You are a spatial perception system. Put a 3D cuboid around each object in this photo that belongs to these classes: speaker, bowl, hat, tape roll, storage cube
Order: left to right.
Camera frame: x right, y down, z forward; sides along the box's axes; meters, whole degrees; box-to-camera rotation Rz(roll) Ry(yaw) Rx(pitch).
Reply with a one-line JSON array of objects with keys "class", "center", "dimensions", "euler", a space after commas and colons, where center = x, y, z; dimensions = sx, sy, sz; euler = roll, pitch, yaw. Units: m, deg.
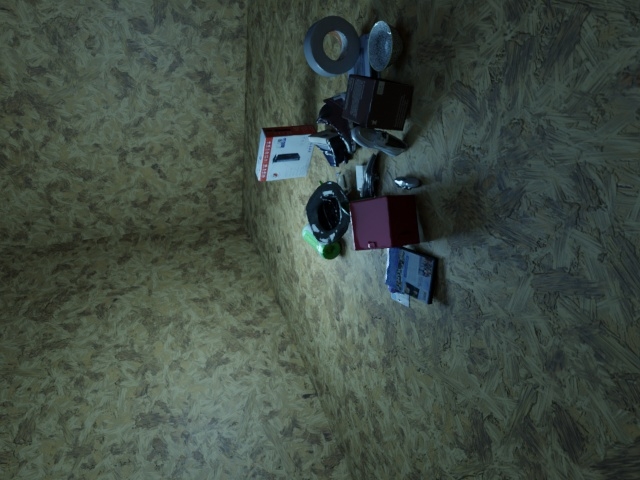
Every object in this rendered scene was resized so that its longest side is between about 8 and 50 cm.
[{"class": "speaker", "center": [0.000, 0.000, 2.483], "dimensions": [0.296, 0.131, 0.131], "euler": [-137, 42, -57]}, {"class": "tape roll", "center": [0.046, -0.774, 1.772], "dimensions": [0.072, 0.219, 0.219], "euler": [-152, 55, -62]}, {"class": "hat", "center": [0.074, -0.140, 2.229], "dimensions": [0.331, 0.134, 0.331], "euler": [10, 104, 48]}, {"class": "hat", "center": [0.215, -0.184, 1.907], "dimensions": [0.183, 0.209, 0.173], "euler": [-64, -7, 27]}, {"class": "storage cube", "center": [0.242, -0.068, 1.693], "dimensions": [0.215, 0.184, 0.193], "euler": [-5, 91, 46]}, {"class": "bowl", "center": [0.249, -0.710, 1.621], "dimensions": [0.170, 0.080, 0.170], "euler": [170, 90, -69]}]

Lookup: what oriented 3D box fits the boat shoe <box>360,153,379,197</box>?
[{"class": "boat shoe", "center": [0.226, -0.276, 1.923], "dimensions": [0.065, 0.075, 0.206], "euler": [20, 122, 15]}]

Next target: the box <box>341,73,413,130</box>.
[{"class": "box", "center": [0.208, -0.519, 1.662], "dimensions": [0.203, 0.167, 0.168], "euler": [46, 131, 54]}]

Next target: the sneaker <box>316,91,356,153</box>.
[{"class": "sneaker", "center": [0.068, -0.512, 1.983], "dimensions": [0.106, 0.163, 0.281], "euler": [-101, -1, -60]}]

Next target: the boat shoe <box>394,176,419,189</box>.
[{"class": "boat shoe", "center": [0.332, -0.214, 1.685], "dimensions": [0.142, 0.049, 0.040], "euler": [34, 149, 63]}]

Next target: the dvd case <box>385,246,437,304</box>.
[{"class": "dvd case", "center": [0.350, 0.124, 1.734], "dimensions": [0.253, 0.022, 0.180], "euler": [23, 113, 54]}]

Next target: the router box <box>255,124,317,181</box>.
[{"class": "router box", "center": [-0.200, -0.497, 2.527], "dimensions": [0.335, 0.301, 0.082], "euler": [108, 145, -51]}]

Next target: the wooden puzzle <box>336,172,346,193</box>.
[{"class": "wooden puzzle", "center": [0.107, -0.290, 2.246], "dimensions": [0.079, 0.014, 0.116], "euler": [-4, 96, 64]}]

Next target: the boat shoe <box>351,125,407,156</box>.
[{"class": "boat shoe", "center": [0.226, -0.383, 1.654], "dimensions": [0.076, 0.226, 0.083], "euler": [-20, 63, 57]}]

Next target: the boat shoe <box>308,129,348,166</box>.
[{"class": "boat shoe", "center": [0.036, -0.457, 2.212], "dimensions": [0.340, 0.127, 0.158], "euler": [-130, 21, -67]}]

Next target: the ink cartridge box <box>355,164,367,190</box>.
[{"class": "ink cartridge box", "center": [0.191, -0.286, 2.017], "dimensions": [0.063, 0.029, 0.115], "euler": [-157, 59, -64]}]

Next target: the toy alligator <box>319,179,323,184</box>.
[{"class": "toy alligator", "center": [0.040, -0.250, 2.384], "dimensions": [0.051, 0.056, 0.189], "euler": [38, -160, -53]}]

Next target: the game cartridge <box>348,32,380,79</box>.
[{"class": "game cartridge", "center": [0.178, -0.688, 1.846], "dimensions": [0.196, 0.060, 0.294], "euler": [21, 118, 61]}]

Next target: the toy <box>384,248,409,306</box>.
[{"class": "toy", "center": [0.311, 0.157, 1.876], "dimensions": [0.137, 0.056, 0.237], "euler": [-156, 59, -65]}]
